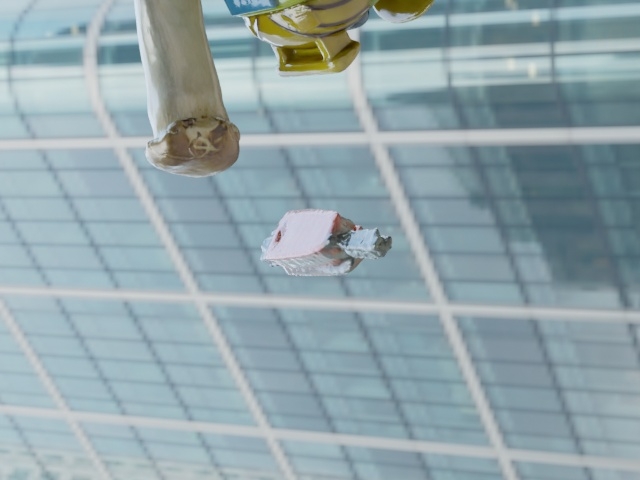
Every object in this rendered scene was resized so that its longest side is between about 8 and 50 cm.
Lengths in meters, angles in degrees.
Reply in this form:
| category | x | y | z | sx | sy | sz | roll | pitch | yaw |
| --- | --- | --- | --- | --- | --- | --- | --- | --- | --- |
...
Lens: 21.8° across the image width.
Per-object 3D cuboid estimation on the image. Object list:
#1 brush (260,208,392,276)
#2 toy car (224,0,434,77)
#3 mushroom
| category | x | y | z | sx | sy | sz | roll | pitch | yaw |
| --- | --- | --- | --- | --- | --- | --- | --- | --- | --- |
| brush | -0.001 | 0.000 | 1.900 | 0.051 | 0.323 | 0.070 | 36 | -105 | -20 |
| toy car | 0.034 | -0.238 | 1.380 | 0.248 | 0.200 | 0.142 | -42 | -66 | -25 |
| mushroom | -0.121 | -0.155 | 1.380 | 0.084 | 0.071 | 0.209 | -8 | -96 | -35 |
